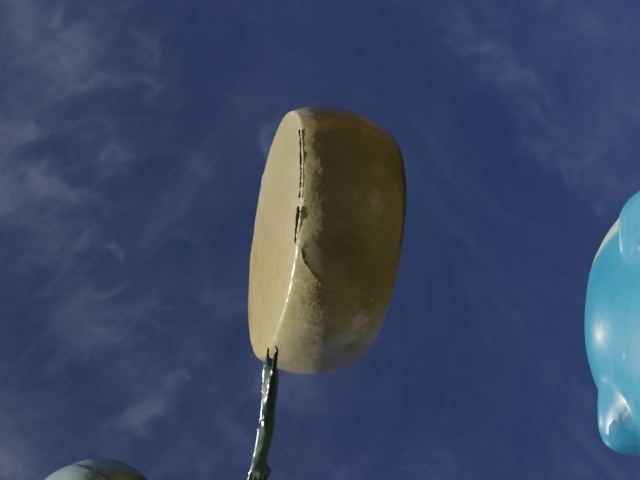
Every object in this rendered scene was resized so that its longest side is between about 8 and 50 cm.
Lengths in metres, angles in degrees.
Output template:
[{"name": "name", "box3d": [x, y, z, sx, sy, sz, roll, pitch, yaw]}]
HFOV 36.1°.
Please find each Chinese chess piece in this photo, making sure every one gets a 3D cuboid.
[{"name": "Chinese chess piece", "box3d": [0.000, 0.000, 0.913, 0.097, 0.251, 0.250, 8, -105, -12]}]

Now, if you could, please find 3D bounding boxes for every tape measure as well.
[{"name": "tape measure", "box3d": [-0.134, 0.183, 0.703, 0.164, 0.330, 0.084, 37, -144, 19]}]

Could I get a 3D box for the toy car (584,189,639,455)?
[{"name": "toy car", "box3d": [0.234, 0.069, 0.420, 0.255, 0.188, 0.190, 28, -125, -13]}]
